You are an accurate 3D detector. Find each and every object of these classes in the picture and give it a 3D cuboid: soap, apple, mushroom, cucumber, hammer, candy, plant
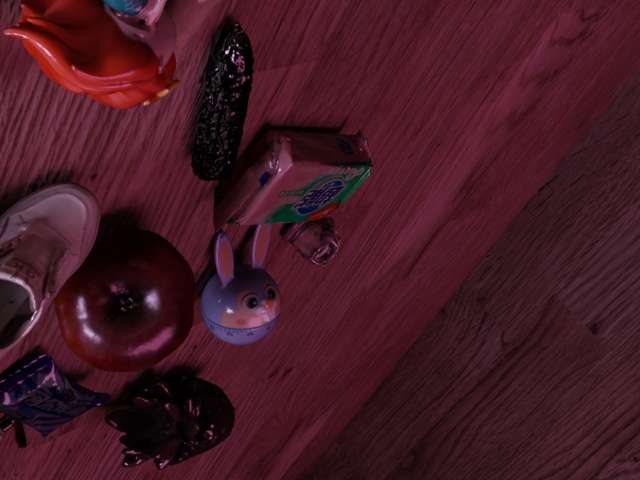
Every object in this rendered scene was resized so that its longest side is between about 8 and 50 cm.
[{"bbox_3d":[-0.048,-0.107,1.790,0.218,0.098,0.273,-43,160,27],"label":"soap"},{"bbox_3d":[-0.304,0.099,1.604,0.234,0.234,0.234,-35,160,-15],"label":"apple"},{"bbox_3d":[-0.159,-0.279,1.255,0.209,0.071,0.084,-50,-169,35],"label":"mushroom"},{"bbox_3d":[-0.138,-0.194,1.473,0.072,0.072,0.300,-30,157,-28],"label":"cucumber"},{"bbox_3d":[-0.575,0.363,1.954,0.065,0.021,0.178,-37,164,-27],"label":"hammer"},{"bbox_3d":[-0.492,0.285,1.854,0.145,0.070,0.275,-36,153,-3],"label":"candy"},{"bbox_3d":[-0.327,0.396,2.248,0.194,0.182,0.320,-39,160,13],"label":"plant"}]

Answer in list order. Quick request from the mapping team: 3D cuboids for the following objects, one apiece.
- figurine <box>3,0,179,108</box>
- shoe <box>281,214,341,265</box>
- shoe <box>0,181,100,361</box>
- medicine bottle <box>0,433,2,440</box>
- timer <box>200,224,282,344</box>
[{"bbox_3d":[-0.215,-0.245,1.091,0.208,0.180,0.257,-78,-165,-45],"label":"figurine"},{"bbox_3d":[0.000,0.000,2.115,0.089,0.092,0.180,-46,160,15],"label":"shoe"},{"bbox_3d":[-0.379,0.042,1.295,0.316,0.124,0.159,-60,-165,-22],"label":"shoe"},{"bbox_3d":[-0.610,0.336,1.739,0.118,0.074,0.055,-13,148,-54],"label":"medicine bottle"},{"bbox_3d":[-0.137,0.093,1.966,0.175,0.175,0.255,-24,154,-39],"label":"timer"}]
